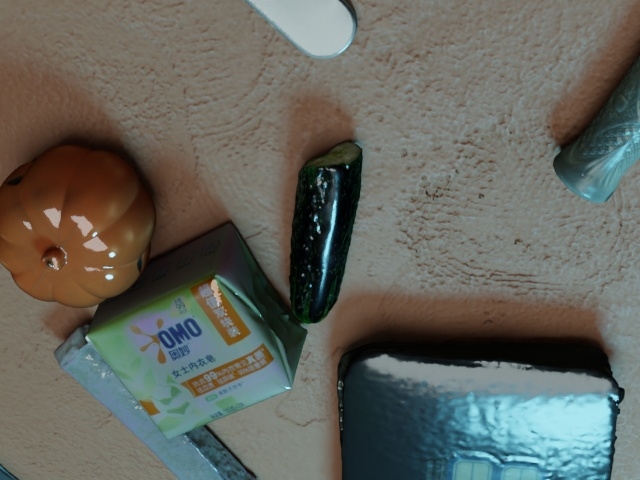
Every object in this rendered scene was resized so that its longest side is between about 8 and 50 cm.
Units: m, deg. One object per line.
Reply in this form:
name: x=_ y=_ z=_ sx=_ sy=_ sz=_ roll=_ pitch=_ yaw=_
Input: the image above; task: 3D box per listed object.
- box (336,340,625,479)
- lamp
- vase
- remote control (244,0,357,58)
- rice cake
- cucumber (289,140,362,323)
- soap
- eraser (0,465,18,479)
box: x=0.196 y=0.278 z=1.516 sx=0.350 sy=0.091 sz=0.359 roll=2 pitch=120 yaw=6
lamp: x=-0.284 y=-0.012 z=1.362 sx=0.188 sy=0.164 sz=0.187 roll=4 pitch=120 yaw=7
vase: x=0.340 y=-0.139 z=1.264 sx=0.096 sy=0.096 sz=0.219 roll=30 pitch=121 yaw=-11
remote control: x=-0.060 y=-0.287 z=1.263 sx=0.245 sy=0.022 sz=0.077 roll=40 pitch=114 yaw=-15
rice cake: x=-0.202 y=0.245 z=1.559 sx=0.073 sy=0.056 sz=0.365 roll=-34 pitch=111 yaw=23
cucumber: x=0.000 y=0.000 z=1.390 sx=0.075 sy=0.074 sz=0.241 roll=9 pitch=121 yaw=1
soap: x=-0.147 y=0.110 z=1.431 sx=0.199 sy=0.138 sz=0.182 roll=-25 pitch=113 yaw=20
eraser: x=-0.539 y=0.383 z=1.663 sx=0.227 sy=0.081 sz=0.174 roll=-37 pitch=110 yaw=23
